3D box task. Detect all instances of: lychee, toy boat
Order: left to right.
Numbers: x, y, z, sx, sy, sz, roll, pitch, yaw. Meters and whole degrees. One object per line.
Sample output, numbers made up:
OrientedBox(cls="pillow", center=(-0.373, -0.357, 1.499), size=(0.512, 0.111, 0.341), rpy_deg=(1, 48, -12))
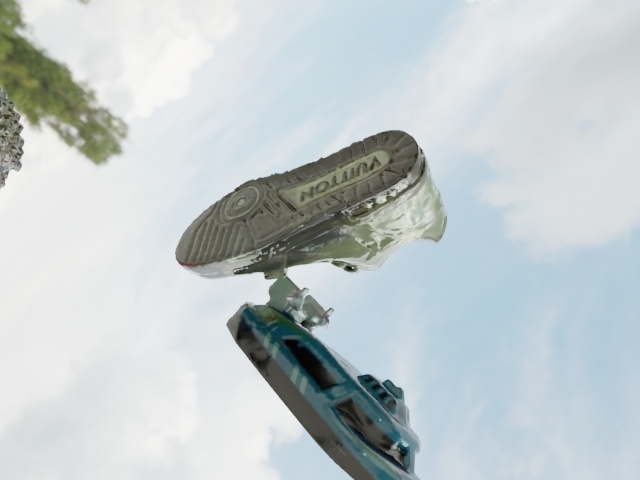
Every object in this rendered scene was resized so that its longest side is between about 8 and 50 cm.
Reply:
OrientedBox(cls="lychee", center=(-0.206, -0.053, 0.544), size=(0.083, 0.068, 0.067), rpy_deg=(-65, 172, 4))
OrientedBox(cls="toy boat", center=(0.024, 0.146, 0.983), size=(0.092, 0.134, 0.299), rpy_deg=(-49, -134, 2))

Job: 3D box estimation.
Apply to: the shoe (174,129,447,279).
OrientedBox(cls="shoe", center=(0.000, -0.002, 1.022), size=(0.293, 0.149, 0.109), rpy_deg=(-22, -136, 22))
